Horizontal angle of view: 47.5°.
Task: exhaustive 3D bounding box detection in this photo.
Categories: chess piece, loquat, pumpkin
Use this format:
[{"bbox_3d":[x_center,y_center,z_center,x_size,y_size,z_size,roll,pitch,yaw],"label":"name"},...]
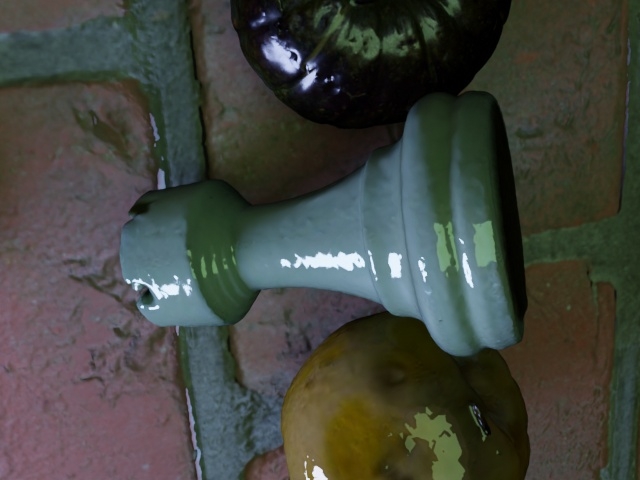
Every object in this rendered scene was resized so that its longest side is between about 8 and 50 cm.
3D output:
[{"bbox_3d":[0.000,0.000,0.573,0.298,0.194,0.195,-7,109,19],"label":"chess piece"},{"bbox_3d":[0.069,0.181,0.663,0.243,0.244,0.244,-4,105,-15],"label":"loquat"},{"bbox_3d":[0.043,-0.205,0.580,0.237,0.159,0.238,-3,106,-10],"label":"pumpkin"}]
